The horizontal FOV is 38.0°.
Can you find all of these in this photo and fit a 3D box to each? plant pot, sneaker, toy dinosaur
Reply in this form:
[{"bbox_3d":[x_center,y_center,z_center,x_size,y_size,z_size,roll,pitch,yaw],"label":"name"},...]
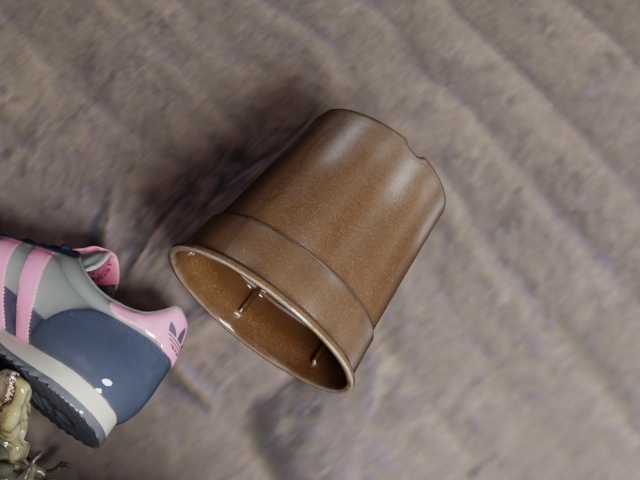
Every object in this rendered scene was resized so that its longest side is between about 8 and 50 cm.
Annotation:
[{"bbox_3d":[0.000,0.000,0.706,0.167,0.167,0.165,26,66,26],"label":"plant pot"},{"bbox_3d":[-0.247,0.042,0.796,0.319,0.112,0.131,34,61,25],"label":"sneaker"},{"bbox_3d":[-0.218,0.235,0.699,0.118,0.064,0.268,8,84,3],"label":"toy dinosaur"}]
